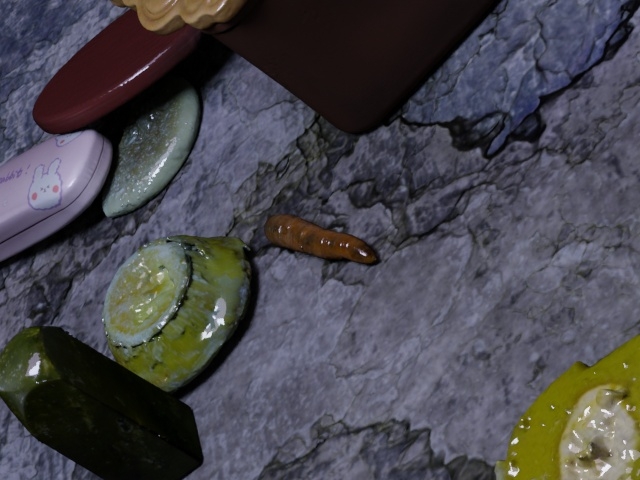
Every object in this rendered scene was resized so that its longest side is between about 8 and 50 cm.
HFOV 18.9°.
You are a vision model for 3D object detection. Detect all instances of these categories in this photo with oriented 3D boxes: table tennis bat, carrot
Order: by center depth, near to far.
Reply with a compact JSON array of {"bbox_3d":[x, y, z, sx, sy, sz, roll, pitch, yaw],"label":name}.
[{"bbox_3d":[-0.001,0.001,1.917,0.165,0.036,0.035,18,74,49],"label":"carrot"},{"bbox_3d":[-0.173,-0.258,2.258,0.415,0.051,0.268,-33,23,14],"label":"table tennis bat"}]

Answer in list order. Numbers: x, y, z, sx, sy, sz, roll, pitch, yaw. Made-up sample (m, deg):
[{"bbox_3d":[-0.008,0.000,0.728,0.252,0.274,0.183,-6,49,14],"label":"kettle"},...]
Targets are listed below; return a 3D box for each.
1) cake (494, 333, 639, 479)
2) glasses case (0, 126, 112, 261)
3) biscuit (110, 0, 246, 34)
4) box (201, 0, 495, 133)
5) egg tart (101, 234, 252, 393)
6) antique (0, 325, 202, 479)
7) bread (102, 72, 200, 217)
[{"bbox_3d":[0.241,0.200,1.401,0.179,0.156,0.260,-37,37,10],"label":"cake"},{"bbox_3d":[-0.353,-0.046,2.287,0.297,0.075,0.113,-24,39,40],"label":"glasses case"},{"bbox_3d":[-0.136,-0.271,1.906,0.144,0.040,0.236,-58,34,2],"label":"biscuit"},{"bbox_3d":[0.037,-0.313,1.970,0.339,0.229,0.239,-47,36,8],"label":"box"},{"bbox_3d":[-0.156,0.070,1.991,0.197,0.078,0.197,-26,46,31],"label":"egg tart"},{"bbox_3d":[-0.220,0.163,1.859,0.080,0.221,0.081,-39,39,18],"label":"antique"},{"bbox_3d":[-0.189,-0.120,2.217,0.112,0.036,0.193,-10,55,42],"label":"bread"}]
